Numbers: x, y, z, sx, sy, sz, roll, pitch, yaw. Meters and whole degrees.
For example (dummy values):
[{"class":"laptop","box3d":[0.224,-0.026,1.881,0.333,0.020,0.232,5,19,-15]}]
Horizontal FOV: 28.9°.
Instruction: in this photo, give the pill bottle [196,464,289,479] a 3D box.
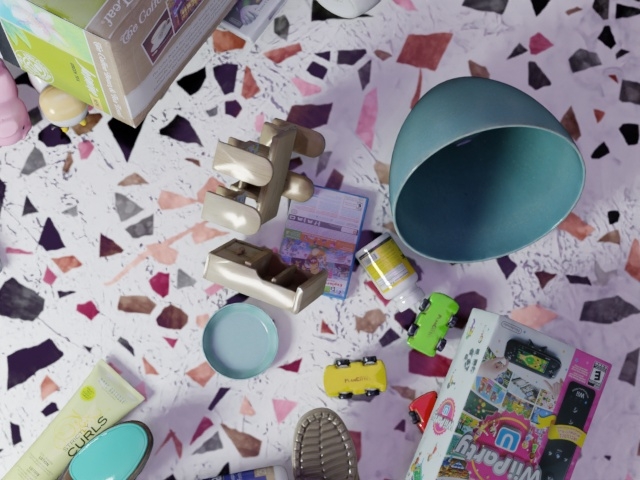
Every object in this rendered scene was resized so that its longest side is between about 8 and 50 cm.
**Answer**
[{"class":"pill bottle","box3d":[-0.167,0.429,1.832,0.264,0.153,0.153,-10,86,-5]}]

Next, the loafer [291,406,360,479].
[{"class":"loafer","box3d":[0.014,0.385,1.876,0.101,0.092,0.269,-10,88,-6]}]

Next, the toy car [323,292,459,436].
[{"class":"toy car","box3d":[0.146,0.187,1.923,0.239,0.053,0.225,28,84,-1]}]

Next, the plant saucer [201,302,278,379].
[{"class":"plant saucer","box3d":[-0.124,0.157,1.925,0.119,0.021,0.119,0,84,-3]}]

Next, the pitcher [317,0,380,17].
[{"class":"pitcher","box3d":[0.050,-0.465,1.952,0.177,0.125,0.207,24,73,21]}]

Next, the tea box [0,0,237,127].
[{"class":"tea box","box3d":[-0.317,-0.399,1.790,0.323,0.220,0.329,28,67,17]}]

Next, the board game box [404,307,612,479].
[{"class":"board game box","box3d":[0.282,0.284,1.867,0.224,0.097,0.303,24,85,-21]}]

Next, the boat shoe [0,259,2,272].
[{"class":"boat shoe","box3d":[-0.529,0.016,1.912,0.035,0.035,0.100,-35,92,22]}]

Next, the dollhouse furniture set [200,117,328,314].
[{"class":"dollhouse furniture set","box3d":[-0.060,-0.039,1.842,0.161,0.212,0.242,20,110,16]}]

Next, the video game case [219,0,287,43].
[{"class":"video game case","box3d":[-0.118,-0.411,1.927,0.190,0.022,0.173,34,83,34]}]

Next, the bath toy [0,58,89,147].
[{"class":"bath toy","box3d":[-0.470,-0.206,1.893,0.348,0.129,0.151,-19,42,-7]}]

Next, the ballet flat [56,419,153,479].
[{"class":"ballet flat","box3d":[-0.352,0.376,1.856,0.280,0.096,0.095,-44,72,-1]}]

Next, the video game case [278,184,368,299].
[{"class":"video game case","box3d":[0.000,0.000,1.950,0.119,0.015,0.166,14,84,-3]}]

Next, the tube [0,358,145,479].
[{"class":"tube","box3d":[-0.383,0.296,1.882,0.240,0.062,0.070,-47,129,-11]}]

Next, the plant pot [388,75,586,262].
[{"class":"plant pot","box3d":[0.228,-0.133,1.869,0.290,0.290,0.195,-11,50,-4]}]

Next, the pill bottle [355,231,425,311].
[{"class":"pill bottle","box3d":[0.111,0.051,1.926,0.065,0.065,0.116,-34,88,-6]}]
